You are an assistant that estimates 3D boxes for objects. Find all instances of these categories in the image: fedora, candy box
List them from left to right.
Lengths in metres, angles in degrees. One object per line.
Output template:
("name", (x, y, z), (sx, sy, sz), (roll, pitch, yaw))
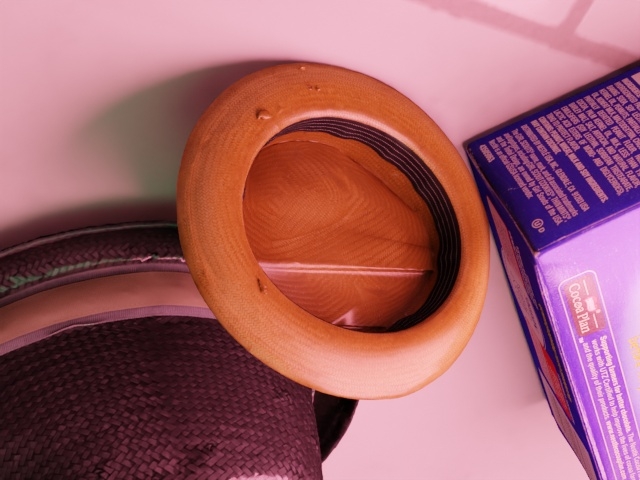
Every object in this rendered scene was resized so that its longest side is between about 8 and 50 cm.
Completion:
("fedora", (-0.119, 0.146, 0.758), (0.334, 0.152, 0.334), (-11, 131, -13))
("fedora", (0.000, 0.000, 0.708), (0.194, 0.194, 0.079), (12, 160, -29))
("candy box", (0.279, -0.002, 0.811), (0.317, 0.122, 0.268), (-24, 132, 0))
